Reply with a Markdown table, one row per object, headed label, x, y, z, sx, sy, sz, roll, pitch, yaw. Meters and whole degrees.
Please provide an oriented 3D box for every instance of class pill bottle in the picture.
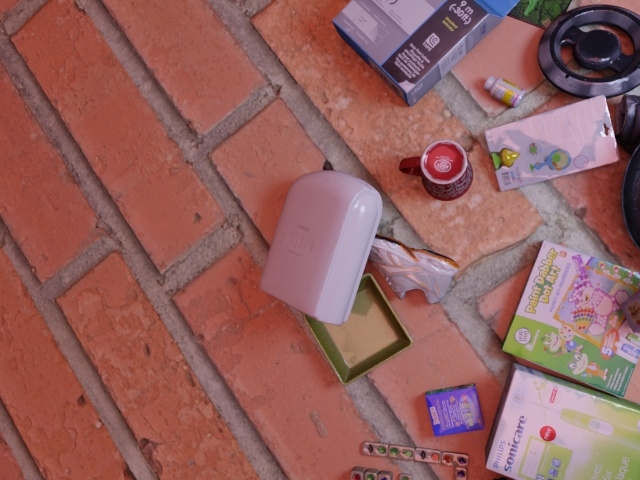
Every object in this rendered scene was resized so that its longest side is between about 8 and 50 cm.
| label | x | y | z | sx | sy | sz | roll | pitch | yaw |
| --- | --- | --- | --- | --- | --- | --- | --- | --- | --- |
| pill bottle | 0.398 | -0.324 | 1.247 | 0.083 | 0.043 | 0.043 | 35 | 95 | 14 |

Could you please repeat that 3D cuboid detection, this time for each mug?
| label | x | y | z | sx | sy | sz | roll | pitch | yaw |
| --- | --- | --- | --- | --- | --- | --- | --- | --- | --- |
| mug | 0.246 | -0.143 | 1.210 | 0.150 | 0.169 | 0.113 | -19 | 83 | 13 |

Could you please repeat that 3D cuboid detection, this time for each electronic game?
| label | x | y | z | sx | sy | sz | roll | pitch | yaw |
| --- | --- | --- | --- | --- | --- | --- | --- | --- | --- |
| electronic game | 0.569 | -0.392 | 1.186 | 0.229 | 0.048 | 0.229 | -5 | 68 | 13 |

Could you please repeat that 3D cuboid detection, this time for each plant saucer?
| label | x | y | z | sx | sy | sz | roll | pitch | yaw |
| --- | --- | --- | --- | --- | --- | --- | --- | --- | --- |
| plant saucer | 0.085 | 0.198 | 1.296 | 0.188 | 0.045 | 0.188 | -33 | 80 | 11 |

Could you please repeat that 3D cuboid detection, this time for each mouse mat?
| label | x | y | z | sx | sy | sz | roll | pitch | yaw |
| --- | --- | --- | --- | --- | --- | --- | --- | --- | --- |
| mouse mat | 0.486 | -0.567 | 1.259 | 0.153 | 0.007 | 0.189 | 27 | 93 | 15 |

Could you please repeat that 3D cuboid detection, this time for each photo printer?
| label | x | y | z | sx | sy | sz | roll | pitch | yaw |
| --- | --- | --- | --- | --- | --- | --- | --- | --- | --- |
| photo printer | 0.000 | 0.000 | 1.246 | 0.256 | 0.107 | 0.307 | 20 | 93 | 53 |

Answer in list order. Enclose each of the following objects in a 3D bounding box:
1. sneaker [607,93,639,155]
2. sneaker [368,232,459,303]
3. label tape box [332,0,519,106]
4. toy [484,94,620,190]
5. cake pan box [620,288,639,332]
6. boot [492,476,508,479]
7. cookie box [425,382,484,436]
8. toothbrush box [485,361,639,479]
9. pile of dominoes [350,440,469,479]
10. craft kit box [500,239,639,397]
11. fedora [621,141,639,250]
| label | x | y | z | sx | sy | sz | roll | pitch | yaw |
| --- | --- | --- | --- | --- | --- | --- | --- | --- | --- |
| sneaker | 0.686 | -0.275 | 1.136 | 0.153 | 0.101 | 0.268 | 32 | 97 | 12 |
| sneaker | 0.160 | 0.061 | 1.262 | 0.262 | 0.099 | 0.121 | 20 | 99 | 18 |
| label tape box | 0.238 | -0.511 | 1.266 | 0.348 | 0.115 | 0.249 | -44 | 76 | 10 |
| toy | 0.481 | -0.201 | 1.208 | 0.237 | 0.056 | 0.136 | -15 | 97 | 20 |
| cake pan box | 0.708 | 0.075 | 0.998 | 0.246 | 0.267 | 0.070 | -4 | 59 | -7 |
| boot | 0.506 | 0.584 | 1.094 | 0.260 | 0.131 | 0.348 | -31 | 90 | 27 |
| cookie box | 0.288 | 0.363 | 1.234 | 0.107 | 0.040 | 0.091 | -13 | 84 | 13 |
| toothbrush box | 0.493 | 0.390 | 1.137 | 0.283 | 0.122 | 0.206 | 18 | 91 | 17 |
| pile of dominoes | 0.190 | 0.550 | 1.249 | 0.251 | 0.040 | 0.196 | 2 | 87 | 15 |
| craft kit box | 0.532 | 0.155 | 1.177 | 0.247 | 0.061 | 0.249 | 20 | 92 | 18 |
| fedora | 0.724 | -0.078 | 1.039 | 0.334 | 0.152 | 0.334 | 1 | 105 | 3 |
